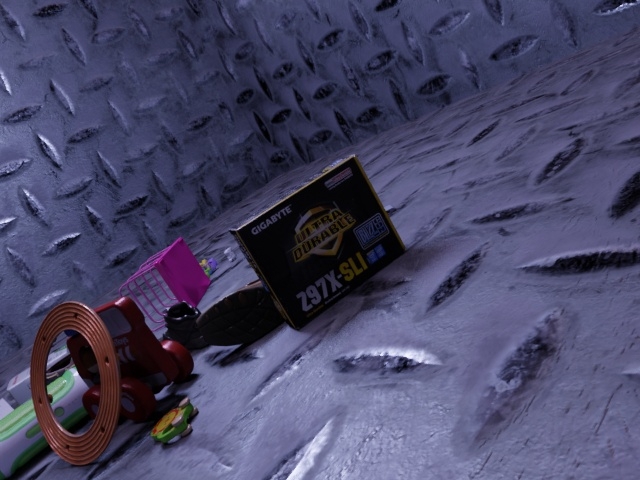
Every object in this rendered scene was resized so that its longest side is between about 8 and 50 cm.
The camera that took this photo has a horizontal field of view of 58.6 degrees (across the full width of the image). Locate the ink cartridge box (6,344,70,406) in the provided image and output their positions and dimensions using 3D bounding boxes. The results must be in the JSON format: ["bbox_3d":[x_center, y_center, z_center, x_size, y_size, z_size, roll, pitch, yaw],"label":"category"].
[{"bbox_3d":[-0.931,0.457,1.930,0.208,0.086,0.153,-34,14,-19],"label":"ink cartridge box"}]

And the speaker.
[{"bbox_3d":[-0.677,0.436,1.382,0.296,0.131,0.131,-39,16,-34],"label":"speaker"}]

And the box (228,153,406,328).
[{"bbox_3d":[0.000,0.000,1.269,0.322,0.257,0.079,-34,15,-18],"label":"box"}]

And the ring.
[{"bbox_3d":[-0.512,0.295,1.199,0.337,0.336,0.032,-21,-13,34],"label":"ring"}]

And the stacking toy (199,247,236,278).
[{"bbox_3d":[-0.445,0.119,2.246,0.167,0.052,0.221,-24,16,31],"label":"stacking toy"}]

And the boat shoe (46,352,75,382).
[{"bbox_3d":[-0.687,0.341,1.666,0.324,0.097,0.116,-37,22,27],"label":"boat shoe"}]

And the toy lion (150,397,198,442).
[{"bbox_3d":[-0.283,0.348,1.079,0.096,0.034,0.100,-36,13,7],"label":"toy lion"}]

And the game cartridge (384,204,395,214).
[{"bbox_3d":[0.181,-0.081,1.712,0.083,0.017,0.056,-29,9,3],"label":"game cartridge"}]

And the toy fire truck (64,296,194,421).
[{"bbox_3d":[-0.453,0.259,1.277,0.302,0.254,0.169,-20,16,36],"label":"toy fire truck"}]

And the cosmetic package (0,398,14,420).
[{"bbox_3d":[-0.924,0.562,1.503,0.284,0.097,0.377,-40,17,-31],"label":"cosmetic package"}]

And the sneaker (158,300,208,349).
[{"bbox_3d":[-0.380,0.229,1.514,0.228,0.130,0.087,-21,14,42],"label":"sneaker"}]

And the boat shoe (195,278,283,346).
[{"bbox_3d":[-0.134,0.146,1.352,0.324,0.122,0.120,-25,6,-14],"label":"boat shoe"}]

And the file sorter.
[{"bbox_3d":[-0.534,0.152,1.969,0.182,0.202,0.290,-29,13,9],"label":"file sorter"}]
